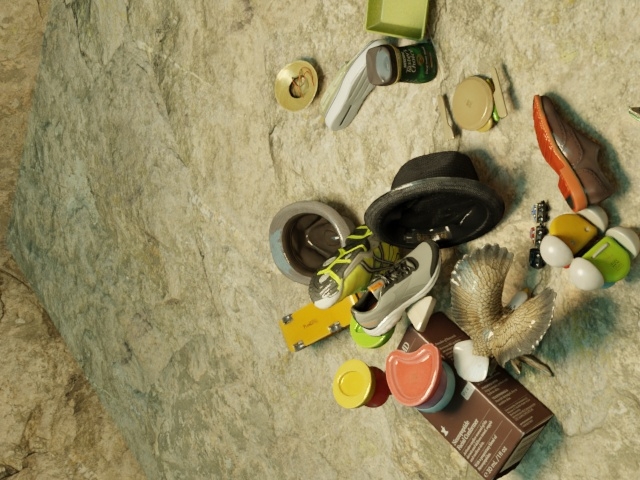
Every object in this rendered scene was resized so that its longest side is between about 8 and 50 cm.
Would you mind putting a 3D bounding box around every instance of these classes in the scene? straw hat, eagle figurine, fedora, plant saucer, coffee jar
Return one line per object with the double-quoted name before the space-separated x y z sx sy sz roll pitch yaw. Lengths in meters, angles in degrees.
"straw hat" -0.052 -0.425 2.132 0.144 0.061 0.145 3 95 31
"eagle figurine" 0.403 0.172 1.707 0.226 0.298 0.225 -1 58 15
"fedora" 0.260 -0.107 1.789 0.334 0.334 0.153 -31 48 46
"plant saucer" 0.196 -0.584 1.836 0.188 0.045 0.188 24 118 40
"fedora" 0.000 0.000 2.149 0.275 0.124 0.244 -9 97 39
"coffee jar" 0.186 -0.410 1.792 0.079 0.184 0.096 1 102 46

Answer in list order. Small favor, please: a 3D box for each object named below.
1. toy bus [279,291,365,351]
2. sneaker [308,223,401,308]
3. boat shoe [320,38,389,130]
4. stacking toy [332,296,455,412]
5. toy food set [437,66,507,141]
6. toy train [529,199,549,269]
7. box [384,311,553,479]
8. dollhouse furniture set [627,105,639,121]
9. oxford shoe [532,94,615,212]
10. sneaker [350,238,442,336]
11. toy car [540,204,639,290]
"toy bus" 0.023 0.213 2.181 0.332 0.130 0.108 -34 77 46
"sneaker" 0.107 0.071 1.887 0.145 0.384 0.147 -23 102 39
"boat shoe" 0.076 -0.409 1.970 0.094 0.109 0.302 58 138 20
"stacking toy" 0.197 0.284 1.873 0.309 0.130 0.280 -8 66 42
"toy food set" 0.354 -0.309 1.760 0.192 0.038 0.132 -18 80 53
"toy train" 0.483 -0.014 1.709 0.036 0.027 0.158 23 118 53
"box" 0.351 0.373 1.878 0.381 0.143 0.191 44 129 32
"dollhouse furniture set" 0.644 -0.198 1.449 0.151 0.076 0.059 39 126 32
"oxford shoe" 0.518 -0.192 1.594 0.098 0.097 0.271 -20 72 5
"sneaker" 0.180 0.104 1.803 0.271 0.108 0.100 -49 37 2
"toy car" 0.549 0.029 1.583 0.182 0.159 0.136 43 163 29
